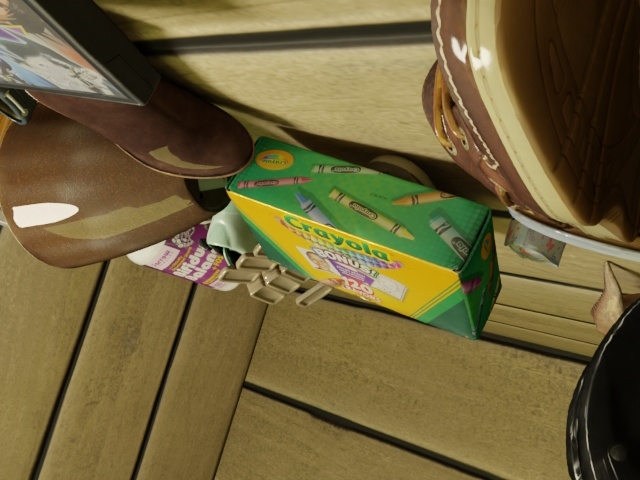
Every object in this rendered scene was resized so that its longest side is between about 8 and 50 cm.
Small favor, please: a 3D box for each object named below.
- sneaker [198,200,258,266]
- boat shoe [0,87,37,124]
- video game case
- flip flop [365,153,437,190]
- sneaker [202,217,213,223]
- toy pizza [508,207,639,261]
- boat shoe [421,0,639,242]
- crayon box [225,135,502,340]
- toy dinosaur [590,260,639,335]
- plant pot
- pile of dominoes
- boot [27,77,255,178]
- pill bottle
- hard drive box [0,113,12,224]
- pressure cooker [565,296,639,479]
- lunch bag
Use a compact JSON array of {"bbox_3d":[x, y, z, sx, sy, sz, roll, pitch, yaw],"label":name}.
[{"bbox_3d":[-0.087,-0.016,1.254,0.094,0.151,0.256,11,172,31],"label":"sneaker"},{"bbox_3d":[-0.391,-0.195,0.863,0.095,0.079,0.254,14,172,27],"label":"boat shoe"},{"bbox_3d":[-0.280,-0.192,0.573,0.248,0.035,0.275,12,159,33],"label":"video game case"},{"bbox_3d":[0.129,-0.029,0.987,0.112,0.080,0.277,12,156,31],"label":"flip flop"},{"bbox_3d":[-0.168,-0.061,1.515,0.077,0.071,0.178,-4,170,37],"label":"sneaker"},{"bbox_3d":[0.251,-0.023,0.676,0.201,0.032,0.201,7,-163,-2],"label":"toy pizza"},{"bbox_3d":[0.112,-0.073,0.479,0.123,0.123,0.342,12,178,28],"label":"boat shoe"},{"bbox_3d":[0.051,-0.003,0.912,0.279,0.081,0.165,20,158,26],"label":"crayon box"},{"bbox_3d":[0.466,0.123,1.195,0.296,0.127,0.200,25,177,-21],"label":"toy dinosaur"},{"bbox_3d":[-0.224,-0.078,1.007,0.231,0.215,0.215,-4,164,29],"label":"plant pot"},{"bbox_3d":[0.000,0.000,1.146,0.251,0.040,0.196,-36,145,20],"label":"pile of dominoes"},{"bbox_3d":[-0.180,-0.132,0.798,0.249,0.090,0.207,21,175,-5],"label":"boot"},{"bbox_3d":[-0.289,-0.014,1.680,0.302,0.169,0.169,21,172,-33],"label":"pill bottle"},{"bbox_3d":[-0.472,-0.106,1.346,0.089,0.181,0.232,9,171,41],"label":"hard drive box"},{"bbox_3d":[0.472,0.244,0.844,0.420,0.370,0.375,42,-165,-53],"label":"pressure cooker"},{"bbox_3d":[0.218,-0.018,0.836,0.053,0.071,0.083,17,176,31],"label":"lunch bag"}]
